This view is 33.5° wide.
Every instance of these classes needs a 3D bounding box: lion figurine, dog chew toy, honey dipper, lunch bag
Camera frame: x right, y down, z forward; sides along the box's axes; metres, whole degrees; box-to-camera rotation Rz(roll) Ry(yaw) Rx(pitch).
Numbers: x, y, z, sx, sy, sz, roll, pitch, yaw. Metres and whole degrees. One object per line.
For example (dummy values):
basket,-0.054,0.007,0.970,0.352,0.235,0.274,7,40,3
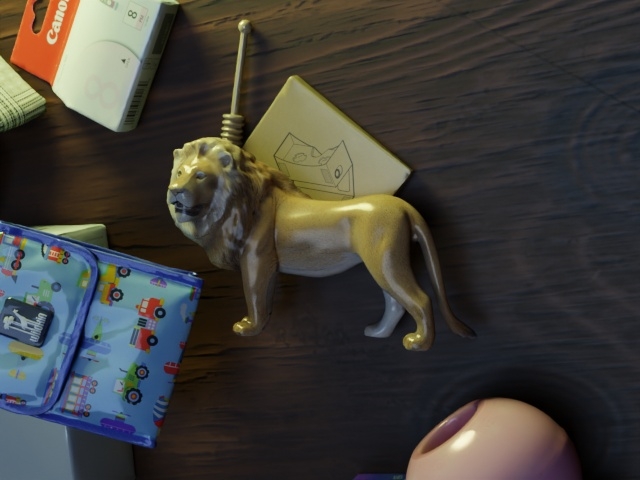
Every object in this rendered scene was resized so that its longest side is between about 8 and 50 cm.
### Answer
lion figurine,0.000,0.000,1.303,0.392,0.142,0.240,3,93,9
dog chew toy,0.251,0.346,1.230,0.207,0.206,0.332,-38,91,23
honey dipper,-0.107,-0.206,1.383,0.030,0.030,0.160,10,98,21
lunch bag,-0.322,0.111,1.347,0.293,0.138,0.221,16,88,-11

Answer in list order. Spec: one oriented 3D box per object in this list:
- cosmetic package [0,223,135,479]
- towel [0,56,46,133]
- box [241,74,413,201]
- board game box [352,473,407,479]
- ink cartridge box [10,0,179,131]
cosmetic package,-0.407,0.177,1.500,0.217,0.156,0.385,-1,99,23
towel,-0.576,-0.244,1.424,0.324,0.312,0.056,47,135,9
box,-0.005,-0.087,1.359,0.201,0.021,0.164,41,111,13
board game box,0.065,0.491,1.304,0.078,0.233,0.347,-6,96,24
ink cartridge box,-0.325,-0.280,1.448,0.232,0.066,0.189,27,108,13
